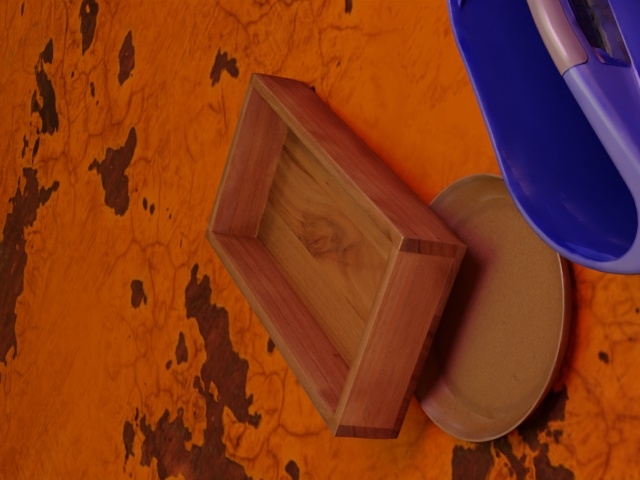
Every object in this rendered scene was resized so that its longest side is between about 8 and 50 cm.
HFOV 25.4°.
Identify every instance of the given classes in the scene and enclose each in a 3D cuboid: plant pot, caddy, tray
[{"bbox_3d":[0.147,0.059,1.257,0.236,0.032,0.236,-13,74,57],"label":"plant pot"},{"bbox_3d":[0.203,-0.143,0.920,0.241,0.179,0.341,-40,59,46],"label":"caddy"},{"bbox_3d":[0.000,0.000,1.423,0.411,0.076,0.203,52,130,56],"label":"tray"}]
